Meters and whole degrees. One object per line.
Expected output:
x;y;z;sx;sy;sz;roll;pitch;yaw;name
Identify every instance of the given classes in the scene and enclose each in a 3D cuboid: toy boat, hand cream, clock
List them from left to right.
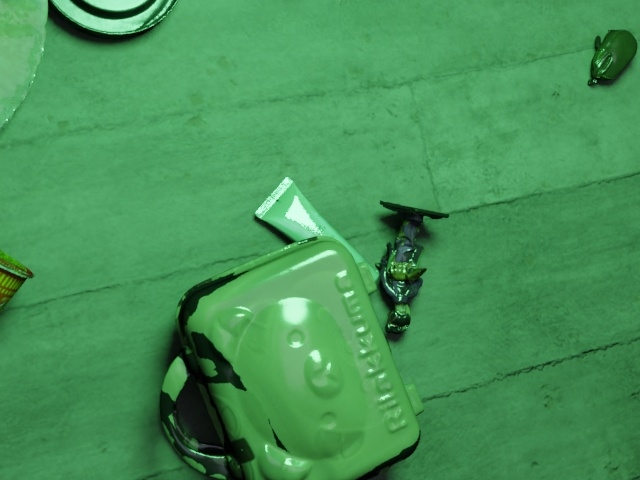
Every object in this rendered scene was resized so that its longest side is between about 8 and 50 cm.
-0.497;-0.272;1.318;0.276;0.111;0.293;-34;109;-18;toy boat
-0.302;-0.396;1.414;0.215;0.042;0.215;2;85;-18;clock
0.000;0.000;1.479;0.205;0.050;0.078;43;78;-6;hand cream

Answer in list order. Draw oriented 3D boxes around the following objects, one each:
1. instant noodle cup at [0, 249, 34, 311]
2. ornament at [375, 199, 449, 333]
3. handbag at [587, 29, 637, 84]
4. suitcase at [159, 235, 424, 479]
-0.501;0.087;1.247;0.193;0.193;0.212;32;86;-13;instant noodle cup
0.134;0.042;1.512;0.081;0.088;0.203;-2;99;-42;ornament
0.490;-0.312;1.666;0.072;0.047;0.111;42;74;-16;handbag
-0.055;0.199;1.362;0.339;0.194;0.351;-22;92;-9;suitcase
